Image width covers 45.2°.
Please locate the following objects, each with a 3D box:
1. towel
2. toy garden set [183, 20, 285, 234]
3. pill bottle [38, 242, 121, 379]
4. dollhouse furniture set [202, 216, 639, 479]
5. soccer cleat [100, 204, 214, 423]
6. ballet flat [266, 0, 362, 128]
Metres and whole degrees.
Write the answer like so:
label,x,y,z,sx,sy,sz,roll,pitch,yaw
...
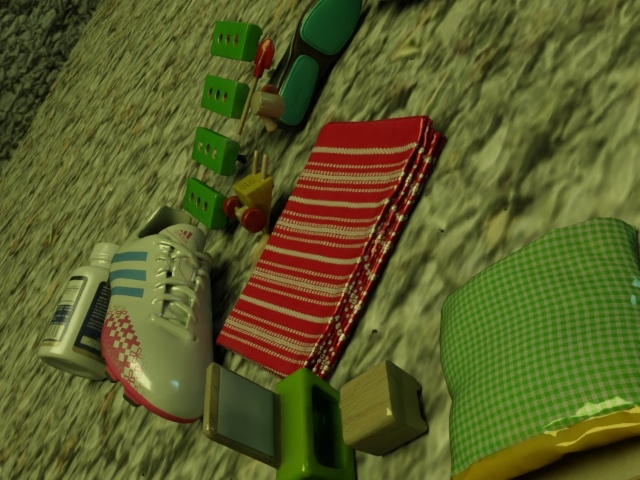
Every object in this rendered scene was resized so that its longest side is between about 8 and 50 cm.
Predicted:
label,x,y,z,sx,sy,sz,roll,pitch,yaw
towel,0.000,0.000,0.759,0.199,0.031,0.275,11,72,58
toy garden set,-0.090,-0.130,0.914,0.204,0.049,0.244,30,111,58
pill bottle,-0.301,0.092,1.030,0.094,0.094,0.169,-14,51,48
dollhouse furniture set,0.054,0.097,0.480,0.301,0.151,0.198,-37,37,30
soccer cleat,-0.173,0.061,0.855,0.143,0.116,0.331,-57,30,12
ballet flat,-0.019,-0.231,0.952,0.074,0.074,0.203,17,79,58
